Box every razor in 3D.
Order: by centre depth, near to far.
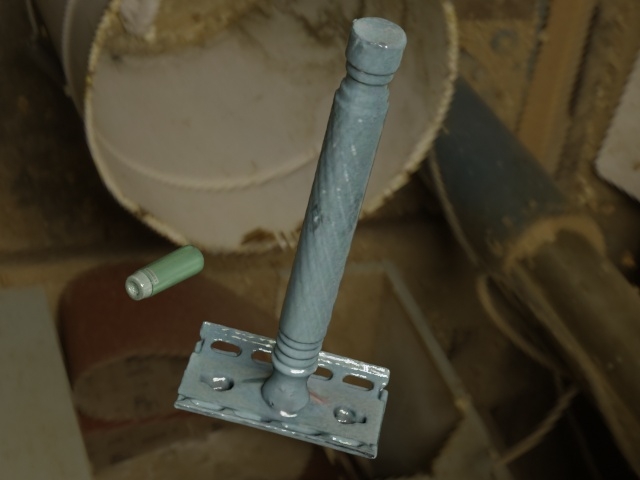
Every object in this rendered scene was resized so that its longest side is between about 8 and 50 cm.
[{"bbox_3d":[0.000,0.000,0.733,0.106,0.068,0.232,14,128,1],"label":"razor"}]

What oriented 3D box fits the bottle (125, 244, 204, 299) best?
[{"bbox_3d":[-0.149,0.031,1.488,0.083,0.030,0.030,-28,137,-44],"label":"bottle"}]
